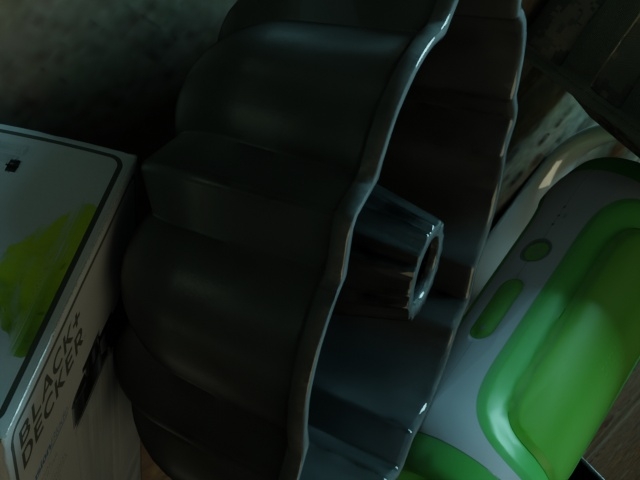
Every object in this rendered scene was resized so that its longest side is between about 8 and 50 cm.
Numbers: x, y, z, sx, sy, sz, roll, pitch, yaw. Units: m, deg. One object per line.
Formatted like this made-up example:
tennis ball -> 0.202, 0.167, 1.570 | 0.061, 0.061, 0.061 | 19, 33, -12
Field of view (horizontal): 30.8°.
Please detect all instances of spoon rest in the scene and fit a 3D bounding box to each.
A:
spoon rest -> 0.198, -0.009, 1.023 | 0.137, 0.084, 0.276 | -2, 142, -51

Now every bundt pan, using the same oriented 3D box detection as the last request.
bundt pan -> 0.000, 0.000, 0.617 | 0.331, 0.124, 0.331 | 17, 90, -73

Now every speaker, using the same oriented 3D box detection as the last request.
speaker -> 0.157, 0.077, 0.821 | 0.296, 0.131, 0.131 | -51, 156, -28

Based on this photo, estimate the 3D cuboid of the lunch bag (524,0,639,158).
lunch bag -> 0.317, -0.130, 0.789 | 0.235, 0.287, 0.169 | -54, 151, 16

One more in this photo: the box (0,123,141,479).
box -> -0.155, 0.104, 0.581 | 0.290, 0.087, 0.169 | 98, 6, -45

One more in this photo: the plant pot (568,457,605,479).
plant pot -> 0.149, 0.256, 1.105 | 0.188, 0.187, 0.167 | -41, 159, -8
